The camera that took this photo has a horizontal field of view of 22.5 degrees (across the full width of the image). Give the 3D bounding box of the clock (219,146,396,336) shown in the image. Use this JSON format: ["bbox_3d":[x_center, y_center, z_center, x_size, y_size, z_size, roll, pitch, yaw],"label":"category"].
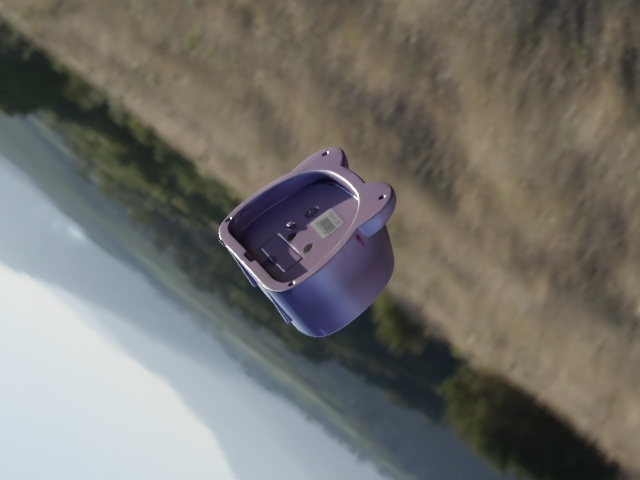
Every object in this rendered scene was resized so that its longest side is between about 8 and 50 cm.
[{"bbox_3d":[0.000,0.000,1.107,0.050,0.110,0.153,54,175,-28],"label":"clock"}]
